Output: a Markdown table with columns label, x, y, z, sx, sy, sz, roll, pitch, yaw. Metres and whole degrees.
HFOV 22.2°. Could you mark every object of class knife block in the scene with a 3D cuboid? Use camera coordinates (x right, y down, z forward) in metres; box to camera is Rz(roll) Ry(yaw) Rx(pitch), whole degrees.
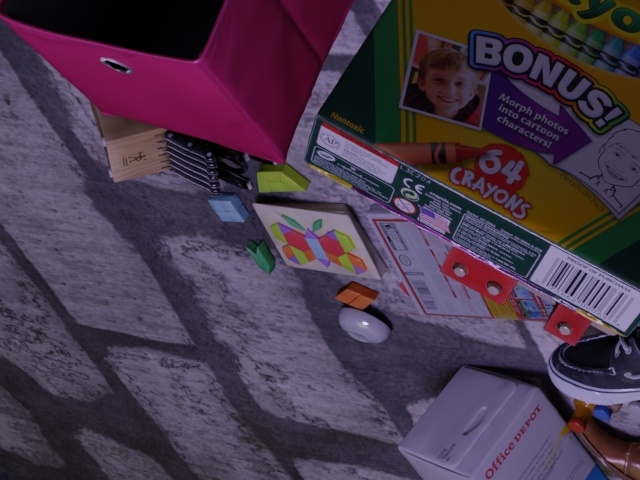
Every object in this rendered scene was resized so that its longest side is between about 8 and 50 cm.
| label | x | y | z | sx | sy | sz | roll | pitch | yaw |
| --- | --- | --- | --- | --- | --- | --- | --- | --- | --- |
| knife block | -0.179 | -0.179 | 2.152 | 0.088 | 0.242 | 0.275 | 89 | 163 | -54 |

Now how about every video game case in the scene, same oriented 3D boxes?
| label | x | y | z | sx | sy | sz | roll | pitch | yaw |
| --- | --- | --- | --- | --- | --- | --- | --- | --- | --- |
| video game case | 0.219 | 0.031 | 2.108 | 0.285 | 0.025 | 0.204 | 2 | 138 | 34 |

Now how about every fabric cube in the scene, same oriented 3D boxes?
| label | x | y | z | sx | sy | sz | roll | pitch | yaw |
| --- | --- | --- | --- | --- | --- | --- | --- | --- | --- |
| fabric cube | -0.141 | -0.266 | 1.730 | 0.254 | 0.259 | 0.258 | 16 | 166 | 23 |

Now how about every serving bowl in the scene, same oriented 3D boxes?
| label | x | y | z | sx | sy | sz | roll | pitch | yaw |
| --- | --- | --- | --- | --- | --- | --- | --- | --- | --- |
| serving bowl | 0.061 | 0.130 | 2.399 | 0.083 | 0.027 | 0.083 | 22 | 162 | 8 |

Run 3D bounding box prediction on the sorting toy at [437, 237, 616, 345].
| label | x | y | z | sx | sy | sz | roll | pitch | yaw |
| --- | --- | --- | --- | --- | --- | --- | --- | --- | --- |
| sorting toy | 0.278 | -0.003 | 1.921 | 0.257 | 0.089 | 0.255 | 29 | 140 | 5 |

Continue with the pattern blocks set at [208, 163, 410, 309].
| label | x | y | z | sx | sy | sz | roll | pitch | yaw |
| --- | --- | --- | --- | --- | --- | --- | --- | --- | --- |
| pattern blocks set | 0.000 | 0.000 | 2.285 | 0.325 | 0.026 | 0.285 | -6 | 133 | 47 |

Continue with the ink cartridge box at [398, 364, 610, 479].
| label | x | y | z | sx | sy | sz | roll | pitch | yaw |
| --- | --- | --- | --- | --- | --- | --- | --- | --- | --- |
| ink cartridge box | 0.265 | 0.325 | 2.349 | 0.168 | 0.171 | 0.232 | 13 | 147 | 53 |

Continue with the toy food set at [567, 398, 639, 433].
| label | x | y | z | sx | sy | sz | roll | pitch | yaw |
| --- | --- | --- | --- | --- | --- | --- | --- | --- | --- |
| toy food set | 0.441 | 0.217 | 2.119 | 0.232 | 0.104 | 0.111 | 17 | 147 | 24 |

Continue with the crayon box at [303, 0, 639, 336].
| label | x | y | z | sx | sy | sz | roll | pitch | yaw |
| --- | --- | --- | --- | --- | --- | --- | --- | --- | --- |
| crayon box | 0.217 | -0.128 | 1.613 | 0.363 | 0.313 | 0.106 | 29 | 153 | 5 |

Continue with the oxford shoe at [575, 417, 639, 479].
| label | x | y | z | sx | sy | sz | roll | pitch | yaw |
| --- | --- | --- | --- | --- | --- | --- | --- | --- | --- |
| oxford shoe | 0.450 | 0.309 | 2.298 | 0.212 | 0.076 | 0.076 | 38 | -167 | 13 |

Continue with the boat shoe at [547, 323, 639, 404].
| label | x | y | z | sx | sy | sz | roll | pitch | yaw |
| --- | --- | --- | --- | --- | --- | --- | --- | --- | --- |
| boat shoe | 0.414 | 0.141 | 2.034 | 0.301 | 0.108 | 0.102 | 2 | 138 | 37 |
